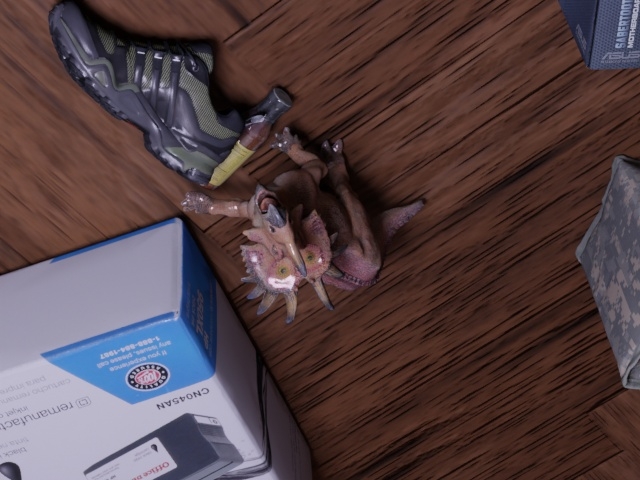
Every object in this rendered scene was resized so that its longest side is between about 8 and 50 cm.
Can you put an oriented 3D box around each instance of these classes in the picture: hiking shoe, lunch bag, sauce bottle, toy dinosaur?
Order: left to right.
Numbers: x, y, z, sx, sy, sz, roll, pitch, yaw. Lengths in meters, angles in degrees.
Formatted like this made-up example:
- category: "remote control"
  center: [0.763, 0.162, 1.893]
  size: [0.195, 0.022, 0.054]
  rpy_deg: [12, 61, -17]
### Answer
- category: "hiking shoe"
  center: [-0.163, -0.163, 1.730]
  size: [0.114, 0.086, 0.227]
  rpy_deg: [-47, 109, -8]
- category: "sauce bottle"
  center: [-0.079, -0.104, 1.798]
  size: [0.042, 0.042, 0.128]
  rpy_deg: [35, 115, -28]
- category: "toy dinosaur"
  center: [0.000, 0.000, 1.765]
  size: [0.296, 0.200, 0.127]
  rpy_deg: [13, 122, -43]
- category: "lunch bag"
  center: [0.440, 0.049, 1.842]
  size: [0.287, 0.235, 0.169]
  rpy_deg: [10, 123, -13]

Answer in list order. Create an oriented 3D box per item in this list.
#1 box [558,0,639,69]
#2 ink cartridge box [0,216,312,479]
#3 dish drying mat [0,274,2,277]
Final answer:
- category: "box"
  center: [0.244, -0.286, 1.563]
  size: [0.059, 0.232, 0.183]
  rpy_deg: [-3, 128, -7]
- category: "ink cartridge box"
  center: [-0.203, 0.202, 1.942]
  size: [0.285, 0.166, 0.395]
  rpy_deg: [-18, 129, 11]
- category: "dish drying mat"
  center: [-0.357, 0.042, 1.907]
  size: [0.032, 0.008, 0.083]
  rpy_deg: [-37, 123, 23]
